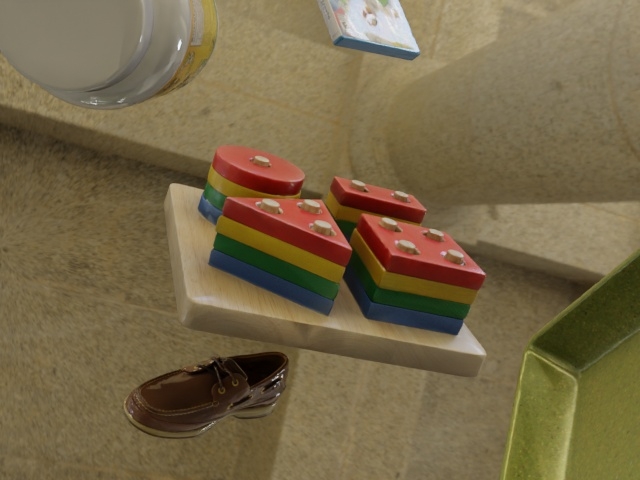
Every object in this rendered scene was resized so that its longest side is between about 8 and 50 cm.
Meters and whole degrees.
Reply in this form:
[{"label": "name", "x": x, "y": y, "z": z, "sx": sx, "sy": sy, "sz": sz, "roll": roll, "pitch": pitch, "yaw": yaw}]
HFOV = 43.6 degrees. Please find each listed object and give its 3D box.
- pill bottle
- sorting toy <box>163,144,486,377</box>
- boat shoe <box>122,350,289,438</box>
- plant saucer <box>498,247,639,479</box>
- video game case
[{"label": "pill bottle", "x": -0.138, "y": -0.149, "z": 0.538, "sx": 0.118, "sy": 0.208, "sz": 0.117, "roll": 0, "pitch": -76, "yaw": 0}, {"label": "sorting toy", "x": 0.000, "y": 0.000, "z": 0.723, "sx": 0.256, "sy": 0.257, "sz": 0.089, "roll": 13, "pitch": -70, "yaw": -19}, {"label": "boat shoe", "x": -0.096, "y": 0.129, "z": 0.715, "sx": 0.178, "sy": 0.064, "sz": 0.060, "roll": 0, "pitch": -53, "yaw": -51}, {"label": "plant saucer", "x": 0.176, "y": 0.093, "z": 0.457, "sx": 0.045, "sy": 0.188, "sz": 0.188, "roll": 30, "pitch": -134, "yaw": -5}, {"label": "video game case", "x": 0.030, "y": -0.257, "z": 0.784, "sx": 0.119, "sy": 0.015, "sz": 0.166, "roll": -4, "pitch": -112, "yaw": -46}]
